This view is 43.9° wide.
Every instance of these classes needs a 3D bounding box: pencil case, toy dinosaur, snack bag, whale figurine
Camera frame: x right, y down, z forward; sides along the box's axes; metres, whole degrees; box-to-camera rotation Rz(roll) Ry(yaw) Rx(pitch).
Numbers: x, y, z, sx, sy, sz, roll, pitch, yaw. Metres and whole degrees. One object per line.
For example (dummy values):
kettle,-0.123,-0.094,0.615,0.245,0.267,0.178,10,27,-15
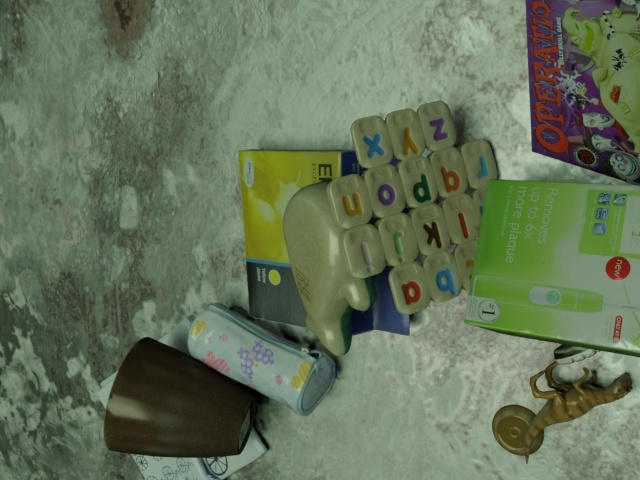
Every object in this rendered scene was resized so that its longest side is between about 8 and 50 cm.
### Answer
pencil case,-0.108,0.207,1.417,0.273,0.113,0.124,21,139,29
toy dinosaur,0.349,0.243,1.164,0.211,0.064,0.112,-38,76,27
snack bag,-0.287,0.364,1.612,0.342,0.037,0.323,-36,80,32
whale figurine,0.034,0.038,1.204,0.216,0.141,0.272,39,138,49

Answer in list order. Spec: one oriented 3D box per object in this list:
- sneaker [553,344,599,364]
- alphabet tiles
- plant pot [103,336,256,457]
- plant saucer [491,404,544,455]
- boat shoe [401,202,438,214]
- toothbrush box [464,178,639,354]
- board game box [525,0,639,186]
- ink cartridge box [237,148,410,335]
sneaker,0.391,0.111,1.121,0.170,0.063,0.075,-42,75,28
alphabet tiles,0.143,-0.050,1.127,0.021,0.284,0.278,-10,97,62
plant pot,-0.243,0.312,1.460,0.230,0.215,0.215,14,108,9
plant saucer,0.305,0.298,1.240,0.083,0.015,0.083,7,103,30
boat shoe,0.160,-0.042,1.248,0.100,0.035,0.035,11,109,33
toothbrush box,0.354,0.037,1.044,0.283,0.122,0.206,7,82,35
board game box,0.349,-0.221,0.958,0.208,0.056,0.347,30,150,38
ink cartridge box,0.000,0.000,1.322,0.307,0.072,0.304,5,102,40
